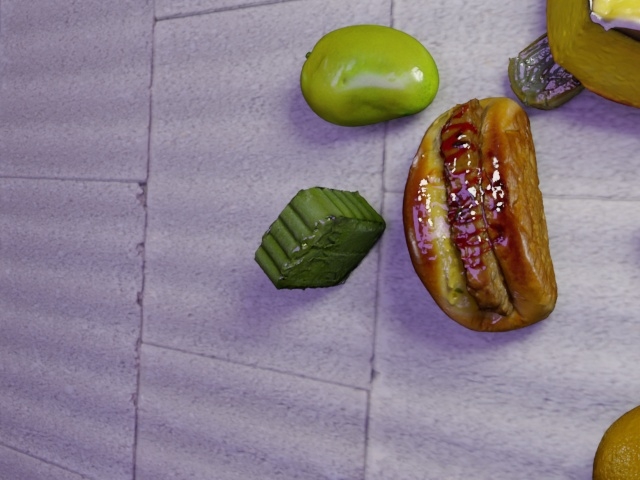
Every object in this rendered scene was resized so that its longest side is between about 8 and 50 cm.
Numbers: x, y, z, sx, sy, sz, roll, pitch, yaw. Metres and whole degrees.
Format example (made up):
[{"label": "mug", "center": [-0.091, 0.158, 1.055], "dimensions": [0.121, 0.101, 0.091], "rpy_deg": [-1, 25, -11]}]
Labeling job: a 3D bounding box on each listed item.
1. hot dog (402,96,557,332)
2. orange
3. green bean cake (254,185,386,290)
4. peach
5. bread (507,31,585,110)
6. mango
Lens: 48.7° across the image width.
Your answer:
[{"label": "hot dog", "center": [0.258, -0.044, 1.176], "dimensions": [0.185, 0.223, 0.405], "rpy_deg": [-12, 84, 36]}, {"label": "orange", "center": [0.511, 0.343, 1.017], "dimensions": [0.236, 0.236, 0.236], "rpy_deg": [1, 91, 34]}, {"label": "green bean cake", "center": [0.000, 0.000, 1.355], "dimensions": [0.200, 0.214, 0.113], "rpy_deg": [-51, 59, 24]}, {"label": "peach", "center": [0.494, -0.354, 1.004], "dimensions": [0.306, 0.242, 0.380], "rpy_deg": [-1, 75, 7]}, {"label": "bread", "center": [0.390, -0.290, 1.175], "dimensions": [0.156, 0.064, 0.117], "rpy_deg": [-38, 72, 29]}, {"label": "mango", "center": [0.091, -0.312, 1.326], "dimensions": [0.273, 0.149, 0.185], "rpy_deg": [-5, 81, 28]}]
